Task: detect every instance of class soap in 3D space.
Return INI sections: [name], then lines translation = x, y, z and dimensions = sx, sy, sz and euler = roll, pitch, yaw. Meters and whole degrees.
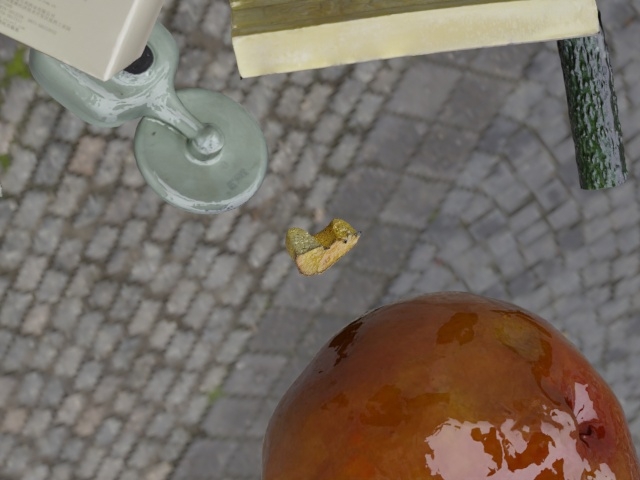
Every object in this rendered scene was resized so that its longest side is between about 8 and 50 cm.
[soap]
translation = 0.063, -0.158, 1.124
dimensions = 0.252, 0.092, 0.037
euler = -8, 118, -1

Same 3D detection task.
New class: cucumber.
[cucumber]
translation = 0.281, -0.148, 1.679
dimensions = 0.058, 0.058, 0.187
euler = -14, 103, -16

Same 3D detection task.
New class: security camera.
[security camera]
translation = -0.183, -0.156, 1.809
dimensions = 0.157, 0.301, 0.080
euler = -50, -179, -32

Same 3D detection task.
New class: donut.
[donut]
translation = 0.000, 0.000, 1.713
dimensions = 0.083, 0.038, 0.067
euler = -40, 148, -10

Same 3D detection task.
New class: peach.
[peach]
translation = 0.121, 0.209, 1.431
dimensions = 0.343, 0.342, 0.302
euler = 13, 152, -37

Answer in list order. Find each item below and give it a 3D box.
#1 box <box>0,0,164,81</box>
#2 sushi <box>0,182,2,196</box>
[box]
translation = -0.193, -0.228, 1.060
dimensions = 0.212, 0.095, 0.168
euler = 26, 111, 1
[sushi]
translation = -0.322, -0.079, 1.299
dimensions = 0.097, 0.103, 0.226
euler = -62, 147, -24
